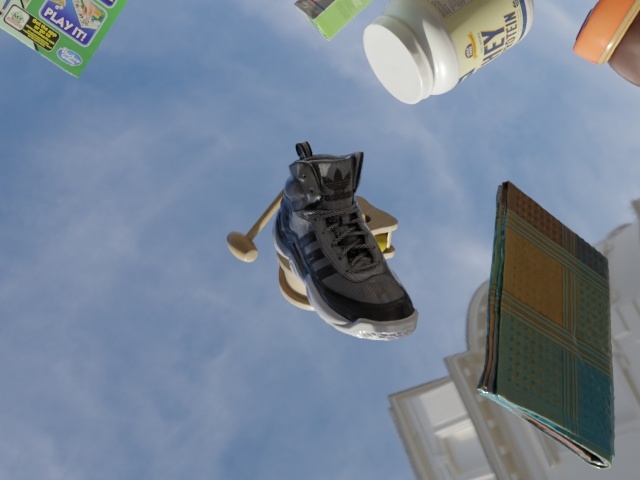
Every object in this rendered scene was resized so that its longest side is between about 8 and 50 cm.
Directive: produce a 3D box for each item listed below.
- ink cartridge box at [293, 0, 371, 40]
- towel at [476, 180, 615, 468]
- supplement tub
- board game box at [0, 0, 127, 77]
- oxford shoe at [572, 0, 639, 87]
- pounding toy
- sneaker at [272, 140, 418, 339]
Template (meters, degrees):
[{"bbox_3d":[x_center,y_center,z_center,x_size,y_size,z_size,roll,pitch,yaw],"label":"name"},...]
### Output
[{"bbox_3d":[0.056,-0.516,1.481,0.062,0.209,0.109,45,-173,-43],"label":"ink cartridge box"},{"bbox_3d":[0.343,0.117,1.075,0.271,0.040,0.370,34,-130,-24],"label":"towel"},{"bbox_3d":[0.281,-0.473,1.611,0.325,0.235,0.235,-36,-94,-13],"label":"supplement tub"},{"bbox_3d":[-0.317,-0.336,0.695,0.317,0.046,0.213,33,-91,-39],"label":"board game box"},{"bbox_3d":[0.281,-0.221,0.464,0.098,0.271,0.097,35,-155,12],"label":"oxford shoe"},{"bbox_3d":[0.000,0.000,1.153,0.270,0.154,0.154,-18,-133,-19],"label":"pounding toy"},{"bbox_3d":[0.023,-0.012,0.819,0.101,0.153,0.268,-13,-144,-25],"label":"sneaker"}]
